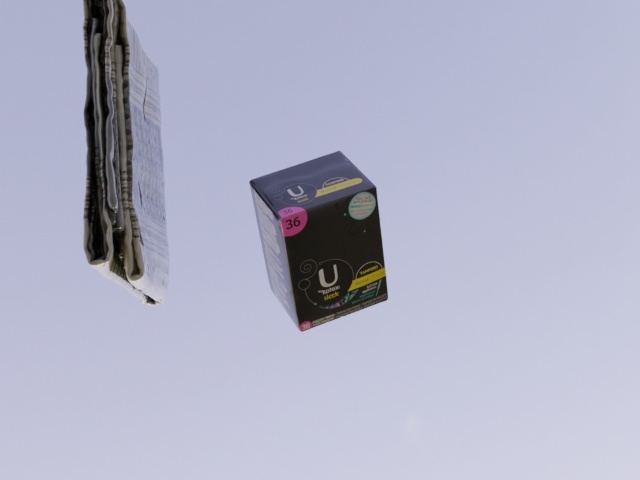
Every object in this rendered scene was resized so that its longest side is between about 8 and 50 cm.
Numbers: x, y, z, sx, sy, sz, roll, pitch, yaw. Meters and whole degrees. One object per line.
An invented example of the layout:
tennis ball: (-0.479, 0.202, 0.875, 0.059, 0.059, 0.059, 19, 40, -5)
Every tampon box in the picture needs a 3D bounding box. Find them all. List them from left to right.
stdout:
tampon box: (0.000, 0.000, 1.386, 0.120, 0.101, 0.161, -20, -54, -15)

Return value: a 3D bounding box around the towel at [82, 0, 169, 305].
towel: (-0.207, -0.094, 1.328, 0.056, 0.324, 0.312, -2, -99, 2)
